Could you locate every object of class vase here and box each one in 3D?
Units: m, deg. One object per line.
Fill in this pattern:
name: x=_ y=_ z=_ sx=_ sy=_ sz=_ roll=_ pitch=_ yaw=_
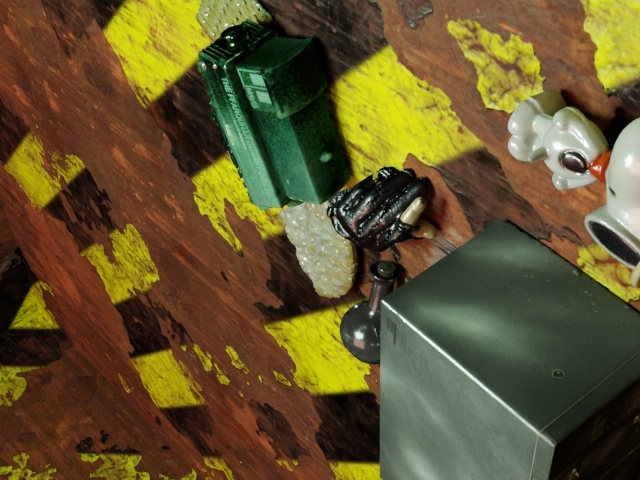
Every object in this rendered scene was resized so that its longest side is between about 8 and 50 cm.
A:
vase: x=0.098 y=0.117 z=1.881 sx=0.120 sy=0.120 sz=0.183 roll=37 pitch=133 yaw=35

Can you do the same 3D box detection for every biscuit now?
biscuit: x=0.000 y=0.000 z=1.988 sx=0.188 sy=0.040 sz=0.265 roll=42 pitch=149 yaw=29
biscuit: x=-0.148 y=-0.368 z=1.860 sx=0.144 sy=0.016 sz=0.203 roll=54 pitch=154 yaw=6

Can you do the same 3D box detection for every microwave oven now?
microwave oven: x=0.262 y=0.245 z=1.578 sx=0.374 sy=0.236 sz=0.432 roll=39 pitch=149 yaw=32

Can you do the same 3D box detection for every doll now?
doll: x=0.333 y=-0.061 z=1.255 sx=0.271 sy=0.144 sz=0.208 roll=19 pitch=130 yaw=61

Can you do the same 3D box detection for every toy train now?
toy train: x=-0.064 y=-0.187 z=1.783 sx=0.178 sy=0.138 sz=0.330 roll=14 pitch=136 yaw=43

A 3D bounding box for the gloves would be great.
gloves: x=0.098 y=-0.039 z=1.698 sx=0.129 sy=0.106 sz=0.181 roll=62 pitch=158 yaw=-4
